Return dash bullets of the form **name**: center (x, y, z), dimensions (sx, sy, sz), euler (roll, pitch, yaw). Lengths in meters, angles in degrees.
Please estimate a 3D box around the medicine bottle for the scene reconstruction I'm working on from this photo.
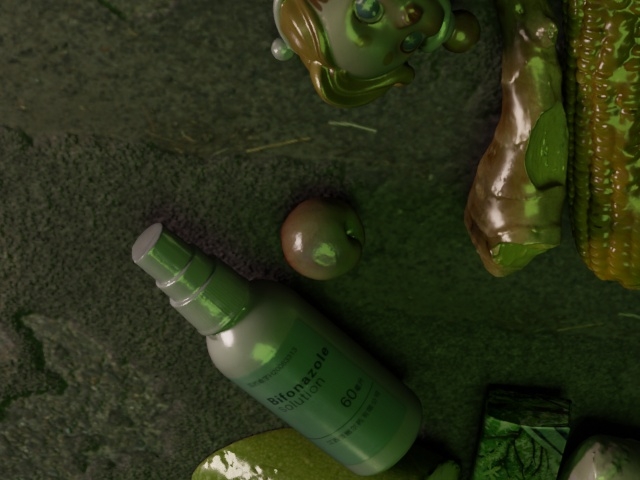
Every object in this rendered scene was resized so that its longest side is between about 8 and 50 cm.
- **medicine bottle**: center (-0.047, 0.104, 1.292), dimensions (0.110, 0.110, 0.352), euler (-38, 119, 21)

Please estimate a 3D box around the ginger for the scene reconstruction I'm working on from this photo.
- **ginger**: center (0.178, -0.106, 1.165), dimensions (0.086, 0.131, 0.294), euler (-6, 112, -9)

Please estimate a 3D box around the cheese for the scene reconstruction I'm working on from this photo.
- **cheese**: center (0.357, 0.316, 1.439), dimensions (0.189, 0.154, 0.198), euler (4, 126, -10)

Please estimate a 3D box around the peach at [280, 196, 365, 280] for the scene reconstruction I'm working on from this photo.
- **peach**: center (0.001, -0.002, 1.242), dimensions (0.083, 0.083, 0.083), euler (-1, 125, -2)

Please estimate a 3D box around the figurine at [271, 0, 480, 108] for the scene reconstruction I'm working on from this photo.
- **figurine**: center (0.061, -0.245, 1.051), dimensions (0.194, 0.133, 0.274), euler (1, 122, -32)

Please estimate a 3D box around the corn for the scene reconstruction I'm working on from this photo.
- **corn**: center (0.275, -0.107, 1.160), dimensions (0.121, 0.120, 0.363), euler (-11, 123, 4)

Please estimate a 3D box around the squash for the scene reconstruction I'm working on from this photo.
- **squash**: center (0.007, 0.285, 1.478), dimensions (0.261, 0.189, 0.189), euler (19, 130, 27)

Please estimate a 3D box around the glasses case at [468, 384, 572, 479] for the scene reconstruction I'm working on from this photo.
- **glasses case**: center (0.211, 0.290, 1.457), dimensions (0.095, 0.062, 0.272), euler (10, 125, 7)
